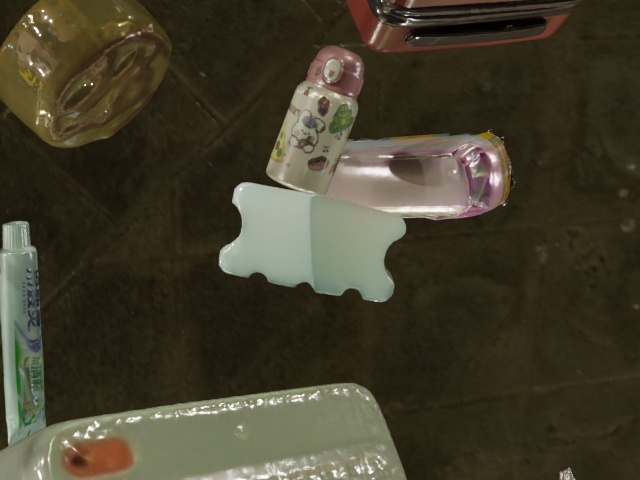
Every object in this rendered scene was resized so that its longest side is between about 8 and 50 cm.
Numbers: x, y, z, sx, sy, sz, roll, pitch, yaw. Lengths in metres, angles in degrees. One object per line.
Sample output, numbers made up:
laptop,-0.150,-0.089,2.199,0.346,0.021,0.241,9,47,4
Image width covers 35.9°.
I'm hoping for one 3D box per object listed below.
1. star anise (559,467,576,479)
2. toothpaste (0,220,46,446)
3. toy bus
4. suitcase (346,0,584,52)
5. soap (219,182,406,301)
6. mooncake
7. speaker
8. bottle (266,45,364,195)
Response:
star anise,0.192,0.232,0.722,0.124,0.056,0.129,8,66,-47
toothpaste,-0.389,0.123,1.290,0.048,0.075,0.297,5,103,22
toy bus,0.180,-0.118,1.964,0.162,0.386,0.171,-32,116,-53
suitcase,0.170,-0.358,1.215,0.297,0.236,0.161,-8,155,-21
soap,0.000,0.000,1.071,0.172,0.289,0.095,11,91,3
mooncake,-0.385,-0.283,1.634,0.284,0.284,0.155,-43,77,0
speaker,-0.109,0.232,0.830,0.184,0.183,0.406,-33,157,35
bottle,-0.001,-0.213,1.721,0.120,0.120,0.253,15,103,-24
